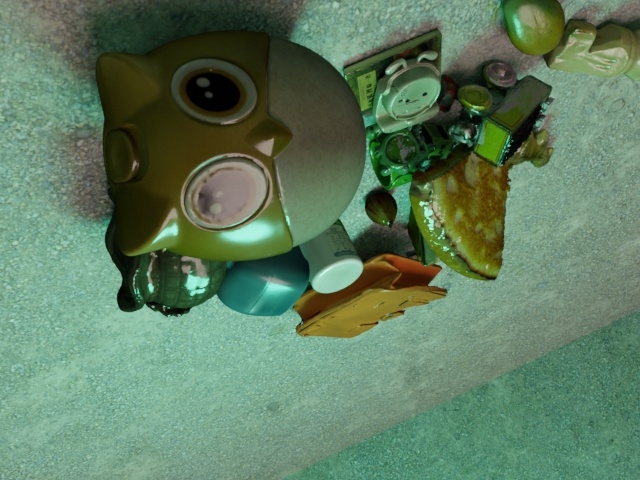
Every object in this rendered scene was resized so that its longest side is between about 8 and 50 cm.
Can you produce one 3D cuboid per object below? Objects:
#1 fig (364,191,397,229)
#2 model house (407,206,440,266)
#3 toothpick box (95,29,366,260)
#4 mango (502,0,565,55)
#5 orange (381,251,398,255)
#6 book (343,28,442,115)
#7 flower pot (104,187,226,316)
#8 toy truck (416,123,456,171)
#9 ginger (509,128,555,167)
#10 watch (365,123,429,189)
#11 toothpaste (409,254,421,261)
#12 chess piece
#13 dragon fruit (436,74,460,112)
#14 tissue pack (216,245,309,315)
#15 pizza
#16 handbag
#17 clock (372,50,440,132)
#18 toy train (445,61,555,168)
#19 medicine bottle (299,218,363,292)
[{"bbox_3d":[0.170,-0.067,1.995,0.088,0.125,0.089,-16,143,-13],"label":"fig"},{"bbox_3d":[0.356,-0.055,2.113,0.268,0.173,0.239,-23,180,-3],"label":"model house"},{"bbox_3d":[-0.163,-0.162,1.332,0.425,0.409,0.409,-10,145,-38],"label":"toothpick box"},{"bbox_3d":[0.460,-0.479,1.651,0.194,0.092,0.130,23,126,-40],"label":"mango"},{"bbox_3d":[0.205,0.073,2.276,0.083,0.070,0.083,-18,152,-10],"label":"orange"},{"bbox_3d":[0.160,-0.359,1.660,0.228,0.024,0.160,-24,151,-6],"label":"book"},{"bbox_3d":[-0.330,0.014,1.604,0.213,0.302,0.302,-6,143,-24],"label":"flower pot"},{"bbox_3d":[0.275,-0.214,1.904,0.100,0.077,0.169,-8,143,-23],"label":"toy truck"},{"bbox_3d":[0.554,-0.256,2.054,0.333,0.081,0.148,17,113,-49],"label":"ginger"},{"bbox_3d":[0.174,-0.213,1.799,0.131,0.165,0.152,-21,173,-11],"label":"watch"},{"bbox_3d":[0.288,0.117,2.428,0.078,0.047,0.248,-15,144,-22],"label":"toothpaste"},{"bbox_3d":[0.691,-0.457,1.837,0.300,0.137,0.137,-1,142,-18],"label":"chess piece"},{"bbox_3d":[0.291,-0.334,1.759,0.060,0.056,0.083,5,135,-39],"label":"dragon fruit"},{"bbox_3d":[-0.156,0.021,1.736,0.206,0.287,0.198,14,135,-25],"label":"tissue pack"},{"bbox_3d":[0.375,-0.132,1.892,0.440,0.130,0.406,45,63,-43],"label":"pizza"},{"bbox_3d":[0.136,0.180,2.250,0.303,0.116,0.410,12,148,-44],"label":"handbag"},{"bbox_3d":[0.193,-0.326,1.649,0.151,0.062,0.191,-20,150,-12],"label":"clock"},{"bbox_3d":[0.409,-0.296,1.749,0.261,0.177,0.134,-43,158,-31],"label":"toy train"},{"bbox_3d":[0.000,0.000,1.860,0.139,0.237,0.139,-18,146,-13],"label":"medicine bottle"}]
